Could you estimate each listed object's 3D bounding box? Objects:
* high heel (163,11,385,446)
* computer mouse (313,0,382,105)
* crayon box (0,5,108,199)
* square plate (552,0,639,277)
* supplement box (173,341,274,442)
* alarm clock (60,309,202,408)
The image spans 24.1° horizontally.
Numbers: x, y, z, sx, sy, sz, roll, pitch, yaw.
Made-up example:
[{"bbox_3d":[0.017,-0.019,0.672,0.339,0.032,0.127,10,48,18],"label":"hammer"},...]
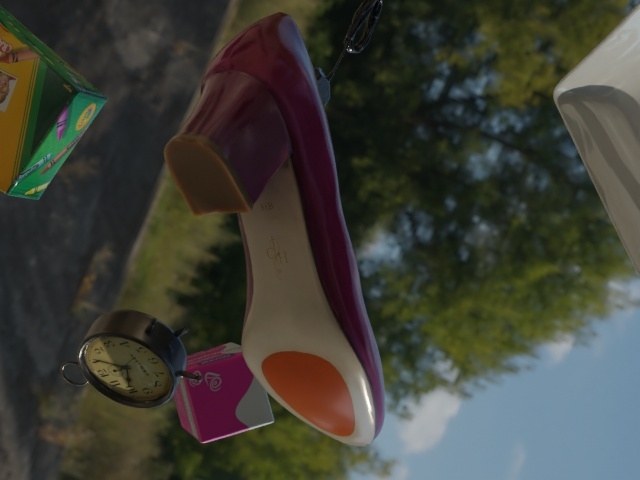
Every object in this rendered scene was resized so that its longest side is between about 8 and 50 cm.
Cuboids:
[{"bbox_3d":[0.000,0.000,1.262,0.181,0.127,0.377,-59,141,-39],"label":"high heel"},{"bbox_3d":[0.005,-0.223,1.905,0.242,0.041,0.071,-56,155,-17],"label":"computer mouse"},{"bbox_3d":[-0.427,-0.201,1.927,0.165,0.278,0.081,-54,160,11],"label":"crayon box"},{"bbox_3d":[0.327,-0.027,1.189,0.049,0.347,0.344,-24,172,-13],"label":"square plate"},{"bbox_3d":[-0.151,0.221,2.201,0.220,0.111,0.114,-179,-105,-77],"label":"supplement box"},{"bbox_3d":[-0.247,0.148,1.863,0.192,0.129,0.064,-17,-148,28],"label":"alarm clock"}]
